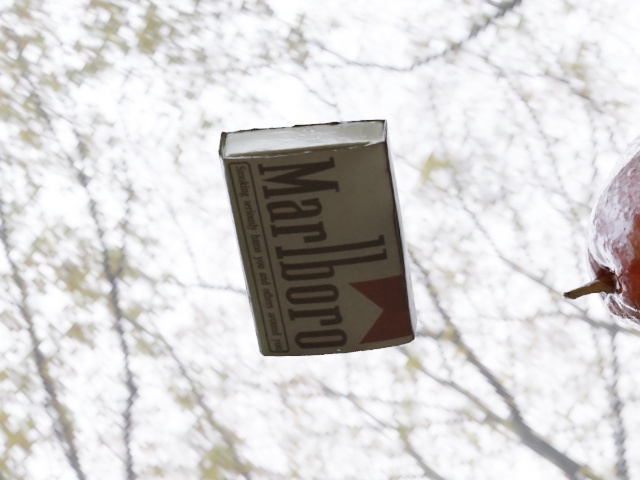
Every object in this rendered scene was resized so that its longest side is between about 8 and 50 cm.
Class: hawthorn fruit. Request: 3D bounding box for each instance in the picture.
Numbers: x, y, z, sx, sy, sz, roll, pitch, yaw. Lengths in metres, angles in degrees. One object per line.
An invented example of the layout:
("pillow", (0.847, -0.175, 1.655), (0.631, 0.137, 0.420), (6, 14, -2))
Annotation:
("hawthorn fruit", (0.300, 0.000, 1.645), (0.225, 0.196, 0.196), (-29, -61, -15))

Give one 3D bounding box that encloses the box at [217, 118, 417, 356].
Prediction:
("box", (0.000, 0.000, 1.328), (0.115, 0.036, 0.177), (-6, -53, 6))
